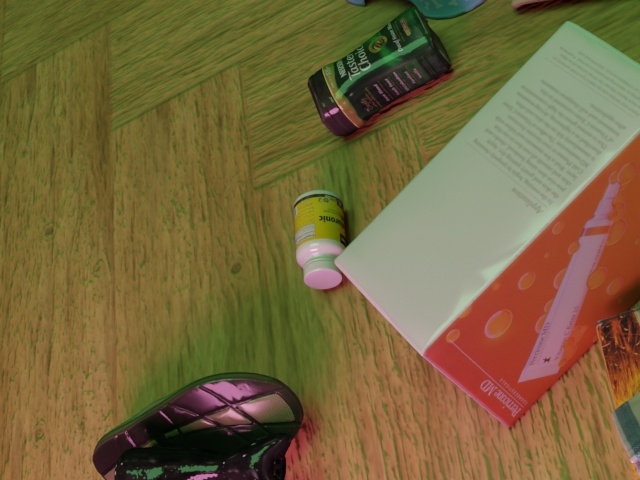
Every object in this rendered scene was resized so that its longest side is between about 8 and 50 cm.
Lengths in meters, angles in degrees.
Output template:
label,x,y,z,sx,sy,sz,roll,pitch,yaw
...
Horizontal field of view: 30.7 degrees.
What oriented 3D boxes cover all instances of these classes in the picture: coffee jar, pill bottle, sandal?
label,x,y,z,sx,sy,sz,roll,pitch,yaw
coffee jar,0.073,-0.219,1.537,0.184,0.079,0.096,-33,48,15
pill bottle,0.000,0.000,1.461,0.065,0.065,0.116,-20,53,24
sandal,-0.152,0.220,1.405,0.302,0.120,0.086,-22,16,31

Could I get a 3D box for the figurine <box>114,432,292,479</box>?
label,x,y,z,sx,sy,sz,roll,pitch,yaw
figurine,-0.114,0.327,1.297,0.209,0.092,0.215,-12,78,24

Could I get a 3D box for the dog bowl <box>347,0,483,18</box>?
label,x,y,z,sx,sy,sz,roll,pitch,yaw
dog bowl,0.125,-0.406,1.621,0.297,0.074,0.166,21,76,41

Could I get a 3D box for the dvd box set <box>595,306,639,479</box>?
label,x,y,z,sx,sy,sz,roll,pitch,yaw
dvd box set,0.433,0.212,1.023,0.307,0.062,0.420,-22,52,24

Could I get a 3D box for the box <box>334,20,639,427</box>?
label,x,y,z,sx,sy,sz,roll,pitch,yaw
box,0.224,-0.012,1.206,0.345,0.215,0.168,-46,47,3

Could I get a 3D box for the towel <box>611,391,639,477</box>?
label,x,y,z,sx,sy,sz,roll,pitch,yaw
towel,0.372,0.097,0.991,0.285,0.209,0.034,-39,88,8

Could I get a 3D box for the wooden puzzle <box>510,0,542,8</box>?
label,x,y,z,sx,sy,sz,roll,pitch,yaw
wooden puzzle,0.363,-0.399,1.474,0.238,0.044,0.221,-5,60,38
